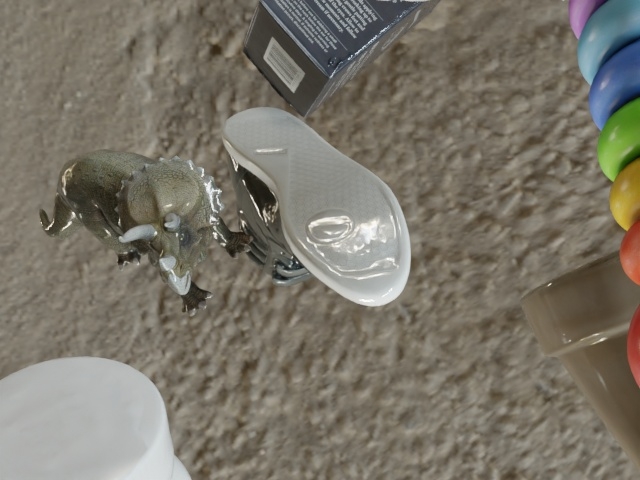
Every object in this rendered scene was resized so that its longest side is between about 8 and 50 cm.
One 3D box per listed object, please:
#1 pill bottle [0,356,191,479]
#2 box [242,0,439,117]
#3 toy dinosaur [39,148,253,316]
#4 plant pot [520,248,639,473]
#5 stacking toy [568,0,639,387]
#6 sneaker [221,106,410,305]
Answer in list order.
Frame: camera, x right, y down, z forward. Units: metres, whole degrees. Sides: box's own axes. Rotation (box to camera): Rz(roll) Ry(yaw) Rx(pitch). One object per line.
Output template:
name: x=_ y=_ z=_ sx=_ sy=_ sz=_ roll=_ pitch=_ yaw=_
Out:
pill bottle: x=-0.120 y=0.177 z=0.550 sx=0.121 sy=0.121 sz=0.221 roll=22 pitch=131 yaw=30
box: x=0.035 y=-0.246 z=1.085 sx=0.108 sy=0.207 sz=0.153 roll=48 pitch=165 yaw=-1
toy dinosaur: x=-0.163 y=-0.029 z=0.930 sx=0.313 sy=0.121 sz=0.160 roll=26 pitch=154 yaw=45
plant pot: x=0.386 y=0.127 z=0.969 sx=0.323 sy=0.323 sz=0.280 roll=-26 pitch=77 yaw=34
stacking toy: x=0.228 y=-0.052 z=0.632 sx=0.141 sy=0.141 sz=0.330 roll=-16 pitch=63 yaw=35
sneaker: x=0.000 y=0.000 z=0.981 sx=0.296 sy=0.104 sz=0.147 roll=49 pitch=155 yaw=45
